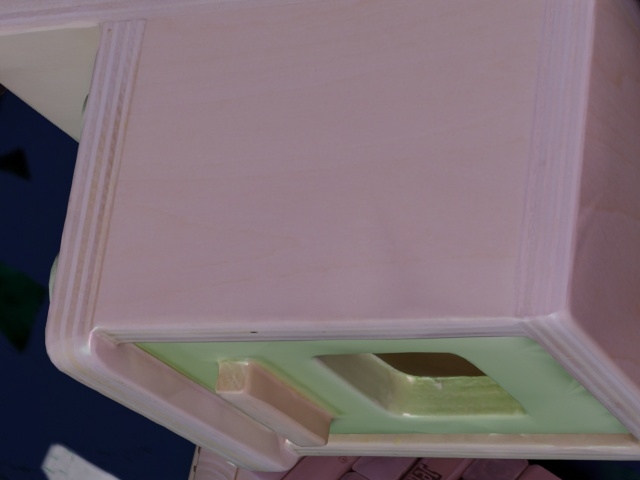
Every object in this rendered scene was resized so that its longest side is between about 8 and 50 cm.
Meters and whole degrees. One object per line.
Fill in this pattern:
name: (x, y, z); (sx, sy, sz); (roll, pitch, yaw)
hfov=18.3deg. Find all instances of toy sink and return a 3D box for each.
toy sink: (0.000, 0.000, 0.663); (0.234, 0.131, 0.153); (-1, 159, 25)

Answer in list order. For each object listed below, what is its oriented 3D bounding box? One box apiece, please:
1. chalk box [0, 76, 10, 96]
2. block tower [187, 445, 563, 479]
chalk box: (-0.264, -0.121, 0.702); (0.179, 0.180, 0.289); (-25, 111, 36)
block tower: (0.093, 0.163, 0.768); (0.335, 0.091, 0.097); (31, 134, 18)
